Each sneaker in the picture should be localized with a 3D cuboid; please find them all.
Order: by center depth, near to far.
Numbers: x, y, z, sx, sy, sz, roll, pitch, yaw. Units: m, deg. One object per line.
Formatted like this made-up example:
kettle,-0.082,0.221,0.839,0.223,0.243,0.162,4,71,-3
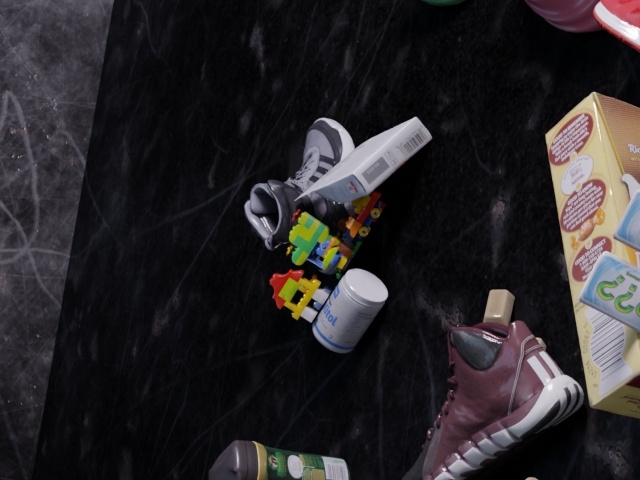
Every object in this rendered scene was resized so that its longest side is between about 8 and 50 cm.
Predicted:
sneaker,0.397,-0.248,1.643,0.128,0.087,0.221,-58,41,13
sneaker,0.168,0.185,1.760,0.281,0.106,0.162,-41,71,35
sneaker,-0.031,-0.085,2.286,0.101,0.153,0.268,-43,41,47

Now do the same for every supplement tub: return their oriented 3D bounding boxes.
supplement tub,0.041,0.100,2.144,0.107,0.071,0.071,-59,31,30

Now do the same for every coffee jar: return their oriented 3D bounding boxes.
coffee jar,-0.057,0.330,2.087,0.096,0.184,0.079,-49,36,42

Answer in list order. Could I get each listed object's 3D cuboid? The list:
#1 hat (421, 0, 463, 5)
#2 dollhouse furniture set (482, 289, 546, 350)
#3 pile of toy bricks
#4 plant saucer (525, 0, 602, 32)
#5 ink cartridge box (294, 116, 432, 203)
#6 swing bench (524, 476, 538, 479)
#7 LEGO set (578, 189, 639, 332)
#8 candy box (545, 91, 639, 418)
hat,0.194,-0.449,2.185,0.208,0.183,0.173,39,128,16
dollhouse furniture set,0.234,0.120,1.828,0.114,0.091,0.081,-71,-26,-47
pile of toy bricks,0.000,0.000,2.171,0.212,0.105,0.118,-57,-1,11
plant saucer,0.287,-0.413,1.806,0.332,0.084,0.332,175,90,-68
ink cartridge box,0.059,-0.100,2.159,0.145,0.045,0.179,-42,7,-29
swing bench,0.227,0.415,1.514,0.254,0.165,0.253,-52,35,39
LEGO set,0.376,0.031,1.331,0.182,0.244,0.060,-61,-3,-2
candy box,0.334,0.023,1.485,0.087,0.183,0.316,-43,41,46
